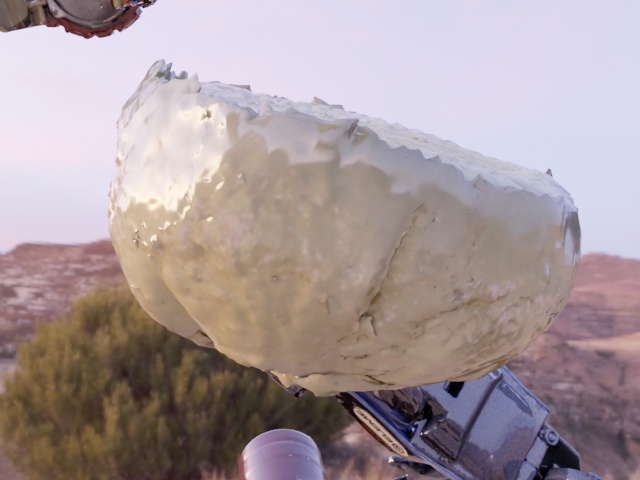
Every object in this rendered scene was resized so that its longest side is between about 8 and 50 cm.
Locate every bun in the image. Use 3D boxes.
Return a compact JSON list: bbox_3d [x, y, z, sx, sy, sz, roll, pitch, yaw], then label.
[{"bbox_3d":[0.000,0.000,0.481,0.260,0.152,0.259,14,12,-3],"label":"bun"}]

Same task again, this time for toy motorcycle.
[{"bbox_3d":[0.107,0.162,0.802,0.358,0.125,0.212,41,-28,-6],"label":"toy motorcycle"}]

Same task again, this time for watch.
[{"bbox_3d":[-0.195,-0.188,0.645,0.165,0.102,0.268,-14,19,-2],"label":"watch"}]

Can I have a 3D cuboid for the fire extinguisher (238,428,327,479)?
[{"bbox_3d":[-0.028,0.326,0.900,0.102,0.138,0.344,-20,27,0],"label":"fire extinguisher"}]
